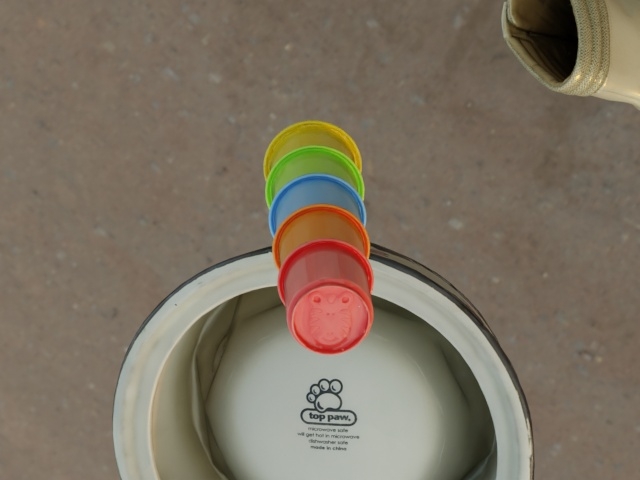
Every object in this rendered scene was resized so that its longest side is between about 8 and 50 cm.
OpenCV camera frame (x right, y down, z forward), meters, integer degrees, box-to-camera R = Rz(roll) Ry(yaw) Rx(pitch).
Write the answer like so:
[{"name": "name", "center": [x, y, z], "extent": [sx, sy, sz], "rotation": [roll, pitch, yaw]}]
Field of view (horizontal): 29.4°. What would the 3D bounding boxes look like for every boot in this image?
[{"name": "boot", "center": [0.253, -0.223, 1.116], "extent": [0.203, 0.262, 0.095], "rotation": [9, 146, -31]}]

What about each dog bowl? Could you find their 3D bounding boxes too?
[{"name": "dog bowl", "center": [0.011, 0.180, 1.214], "extent": [0.408, 0.150, 0.408], "rotation": [3, 107, 11]}]

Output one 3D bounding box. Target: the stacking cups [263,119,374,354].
[{"name": "stacking cups", "center": [0.000, 0.000, 1.022], "extent": [0.096, 0.316, 0.096], "rotation": [-1, 117, -3]}]
